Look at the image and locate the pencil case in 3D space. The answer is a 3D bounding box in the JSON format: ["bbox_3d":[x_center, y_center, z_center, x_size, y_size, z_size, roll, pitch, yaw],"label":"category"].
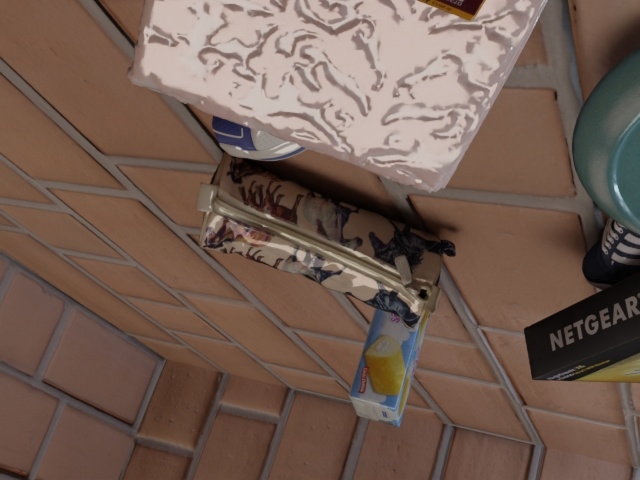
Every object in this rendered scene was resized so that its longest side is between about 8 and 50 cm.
[{"bbox_3d":[0.000,0.000,1.325,0.410,0.160,0.183,22,176,-7],"label":"pencil case"}]

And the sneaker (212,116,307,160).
[{"bbox_3d":[-0.009,-0.200,0.915,0.315,0.128,0.182,-7,145,36],"label":"sneaker"}]

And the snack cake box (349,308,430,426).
[{"bbox_3d":[0.136,0.193,1.549,0.089,0.264,0.152,13,159,15],"label":"snack cake box"}]

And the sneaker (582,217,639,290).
[{"bbox_3d":[0.379,-0.026,1.026,0.153,0.099,0.282,21,154,-15],"label":"sneaker"}]

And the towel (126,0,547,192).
[{"bbox_3d":[0.017,-0.215,0.742,0.331,0.053,0.317,20,129,-6],"label":"towel"}]

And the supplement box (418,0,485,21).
[{"bbox_3d":[0.090,-0.258,0.563,0.104,0.188,0.081,20,158,-4],"label":"supplement box"}]

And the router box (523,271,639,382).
[{"bbox_3d":[0.460,0.116,1.108,0.242,0.081,0.309,5,156,-21],"label":"router box"}]

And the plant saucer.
[{"bbox_3d":[0.407,-0.083,0.806,0.317,0.044,0.318,7,142,5],"label":"plant saucer"}]
